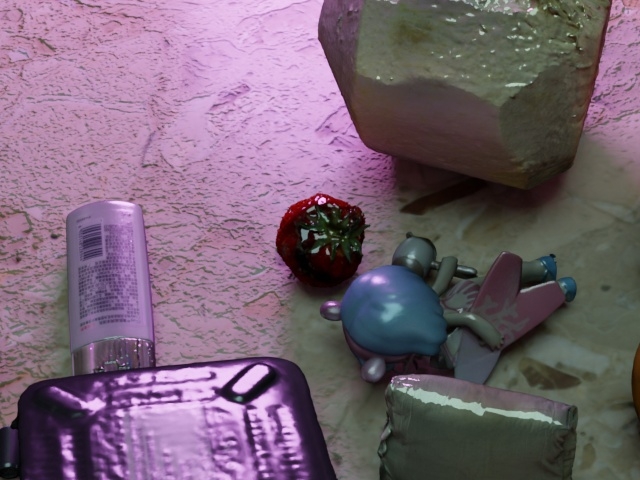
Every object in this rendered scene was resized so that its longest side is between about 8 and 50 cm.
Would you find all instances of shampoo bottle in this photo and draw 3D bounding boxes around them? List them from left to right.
[{"bbox_3d":[-0.219,0.059,1.331,0.086,0.056,0.227,-10,51,-4],"label":"shampoo bottle"}]

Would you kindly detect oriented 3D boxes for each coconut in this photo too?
[{"bbox_3d":[0.151,-0.220,1.395,0.310,0.297,0.297,14,53,10],"label":"coconut"}]

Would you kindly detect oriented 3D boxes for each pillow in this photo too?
[{"bbox_3d":[0.145,0.187,1.161,0.181,0.134,0.078,9,40,10],"label":"pillow"}]

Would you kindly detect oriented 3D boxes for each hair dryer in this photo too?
[{"bbox_3d":[-0.329,0.209,1.236,0.083,0.026,0.047,-8,50,1],"label":"hair dryer"}]

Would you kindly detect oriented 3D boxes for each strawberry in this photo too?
[{"bbox_3d":[-0.001,0.000,1.350,0.106,0.106,0.106,-2,51,2],"label":"strawberry"}]

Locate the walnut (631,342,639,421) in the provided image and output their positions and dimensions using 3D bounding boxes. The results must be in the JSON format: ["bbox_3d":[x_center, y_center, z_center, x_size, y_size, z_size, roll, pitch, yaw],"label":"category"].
[{"bbox_3d":[0.395,0.140,1.153,0.226,0.193,0.193,25,56,18],"label":"walnut"}]

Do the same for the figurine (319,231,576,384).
[{"bbox_3d":[0.129,0.046,1.293,0.260,0.103,0.205,-14,52,-20],"label":"figurine"}]

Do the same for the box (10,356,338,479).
[{"bbox_3d":[-0.128,0.218,1.140,0.289,0.073,0.290,-5,36,-10],"label":"box"}]
